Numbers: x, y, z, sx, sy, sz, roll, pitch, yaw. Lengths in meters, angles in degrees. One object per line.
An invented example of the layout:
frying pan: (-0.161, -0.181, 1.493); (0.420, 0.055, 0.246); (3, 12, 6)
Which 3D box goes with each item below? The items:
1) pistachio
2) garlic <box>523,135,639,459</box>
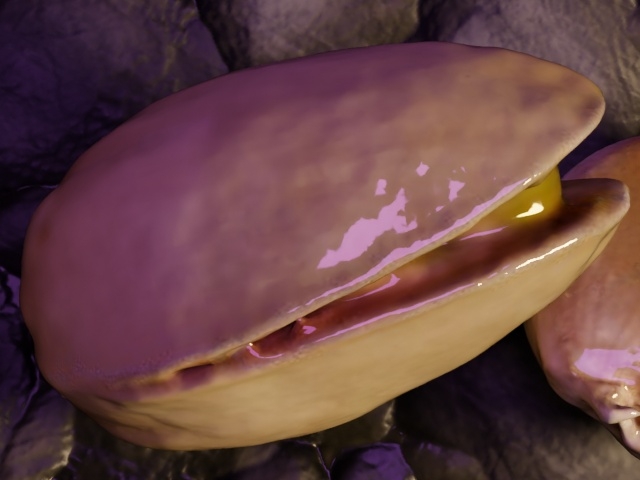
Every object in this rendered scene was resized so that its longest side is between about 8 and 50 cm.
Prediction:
pistachio: (0.000, 0.000, 0.793); (0.318, 0.214, 0.193); (-20, 112, 13)
garlic: (0.211, 0.043, 0.880); (0.228, 0.110, 0.217); (-25, 63, -25)
